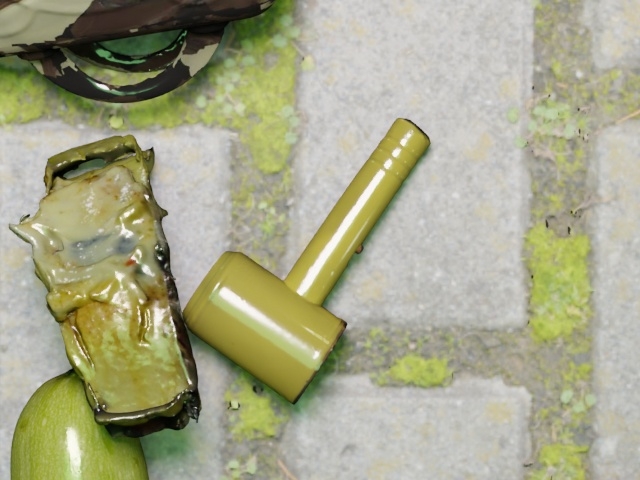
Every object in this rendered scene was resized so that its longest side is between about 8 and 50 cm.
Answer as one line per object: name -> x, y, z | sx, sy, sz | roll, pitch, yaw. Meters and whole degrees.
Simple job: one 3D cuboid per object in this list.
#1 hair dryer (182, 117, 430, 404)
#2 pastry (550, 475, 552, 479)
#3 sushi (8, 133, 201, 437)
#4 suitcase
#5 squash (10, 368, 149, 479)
hair dryer -> 0.000, 0.000, 1.625 | 0.135, 0.090, 0.279 | 35, 84, 2
pastry -> 0.244, 0.352, 1.562 | 0.274, 0.193, 0.275 | 0, 89, -1
sushi -> -0.192, 0.040, 1.574 | 0.139, 0.131, 0.291 | -14, 71, -1
suitcase -> -0.197, -0.289, 1.548 | 0.351, 0.194, 0.339 | -8, 123, 7
squash -> -0.219, 0.241, 1.598 | 0.132, 0.132, 0.247 | -11, 88, 0
